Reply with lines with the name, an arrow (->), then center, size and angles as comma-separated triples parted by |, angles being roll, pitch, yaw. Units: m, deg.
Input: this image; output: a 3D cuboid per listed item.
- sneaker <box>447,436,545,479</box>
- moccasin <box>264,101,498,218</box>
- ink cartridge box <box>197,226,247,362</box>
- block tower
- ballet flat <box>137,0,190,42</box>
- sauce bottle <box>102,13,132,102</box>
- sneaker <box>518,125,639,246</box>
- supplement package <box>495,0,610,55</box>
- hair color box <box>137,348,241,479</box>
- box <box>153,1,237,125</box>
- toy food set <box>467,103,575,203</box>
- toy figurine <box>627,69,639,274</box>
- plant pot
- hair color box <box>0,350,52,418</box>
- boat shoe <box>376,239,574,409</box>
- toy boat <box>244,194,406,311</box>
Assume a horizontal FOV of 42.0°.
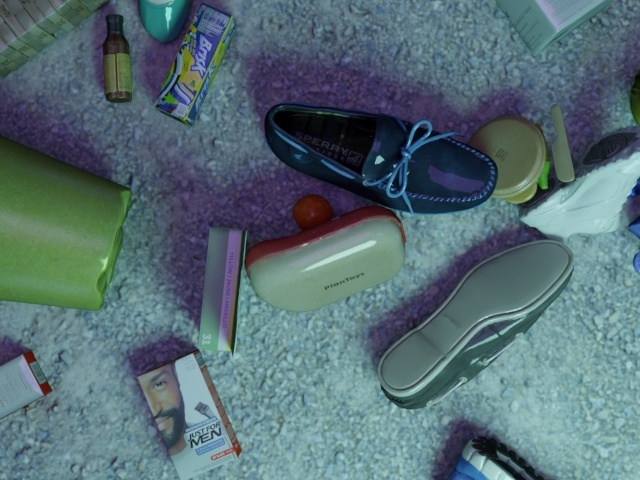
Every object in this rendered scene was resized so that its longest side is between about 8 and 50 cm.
sneaker -> 0.313, 0.430, 1.196 | 0.330, 0.130, 0.147 | 37, 104, 5
moccasin -> 0.078, -0.112, 1.172 | 0.342, 0.117, 0.138 | 10, 79, 9
ink cartridge box -> -0.133, 0.067, 1.139 | 0.056, 0.235, 0.171 | 5, 90, -4
block tower -> -0.426, -0.339, 1.224 | 0.335, 0.091, 0.097 | -38, 89, 1
ballet flat -> -0.227, -0.420, 1.222 | 0.083, 0.087, 0.247 | 9, 90, 1
sauce bottle -> -0.303, -0.271, 1.245 | 0.042, 0.042, 0.128 | -1, 88, 1
sneaker -> 0.399, -0.070, 1.177 | 0.115, 0.090, 0.232 | 40, 134, -13
supplement package -> 0.303, -0.412, 1.185 | 0.134, 0.139, 0.244 | -34, 87, 0
hair color box -> -0.192, 0.257, 1.229 | 0.093, 0.053, 0.167 | -24, 88, 2
box -> -0.183, -0.258, 1.232 | 0.054, 0.059, 0.169 | 25, 90, 2
toy food set -> 0.268, -0.115, 1.207 | 0.192, 0.038, 0.132 | -13, 73, 29
toy figurine -> 0.509, -0.048, 1.159 | 0.217, 0.191, 0.362 | -42, 87, 5
plant pot -> -0.405, -0.016, 1.152 | 0.253, 0.276, 0.276 | 15, 90, -10
hair color box -> -0.481, 0.229, 1.240 | 0.141, 0.043, 0.072 | -27, 89, 0
boat shoe -> 0.227, 0.124, 1.215 | 0.335, 0.095, 0.112 | -37, 53, -3
toy boat -> 0.000, 0.000, 1.202 | 0.231, 0.151, 0.151 | -21, 59, 0
